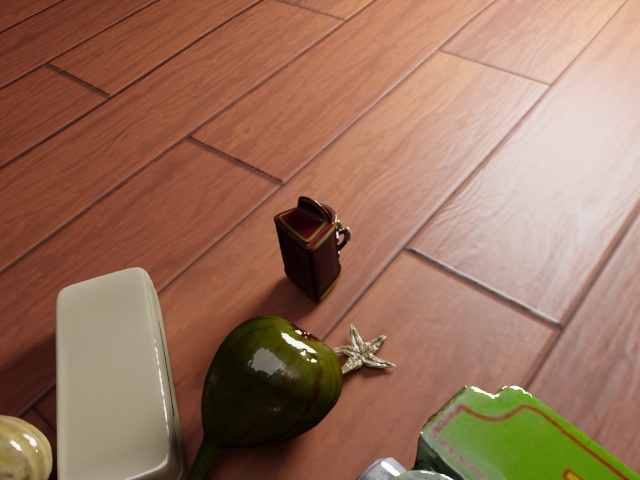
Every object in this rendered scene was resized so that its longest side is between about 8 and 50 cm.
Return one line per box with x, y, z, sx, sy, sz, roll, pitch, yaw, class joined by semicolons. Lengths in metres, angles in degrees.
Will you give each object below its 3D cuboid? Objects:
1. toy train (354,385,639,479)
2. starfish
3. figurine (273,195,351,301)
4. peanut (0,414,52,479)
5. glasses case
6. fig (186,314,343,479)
0.181;0.285;0.541;0.249;0.173;0.307;-33;52;-28;toy train
0.053;0.151;0.777;0.086;0.016;0.092;32;54;32;starfish
-0.001;-0.001;0.827;0.098;0.154;0.082;-30;51;-22;figurine
-0.447;0.298;0.636;0.325;0.140;0.153;-30;94;-9;peanut
-0.260;0.178;0.758;0.131;0.070;0.313;-17;49;-8;glasses case
-0.090;0.212;0.699;0.151;0.151;0.259;35;88;32;fig
